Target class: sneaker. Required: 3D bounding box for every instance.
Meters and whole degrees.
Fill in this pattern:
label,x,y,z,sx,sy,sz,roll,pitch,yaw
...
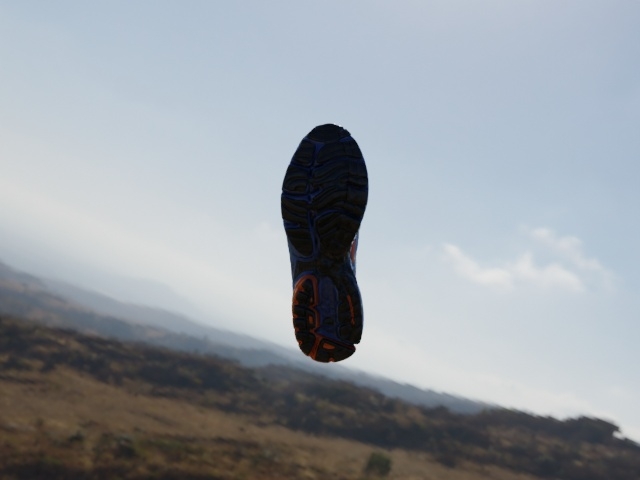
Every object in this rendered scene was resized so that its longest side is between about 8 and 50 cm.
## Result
label,x,y,z,sx,sy,sz,roll,pitch,yaw
sneaker,0.000,0.000,1.016,0.083,0.221,0.087,3,7,-5
